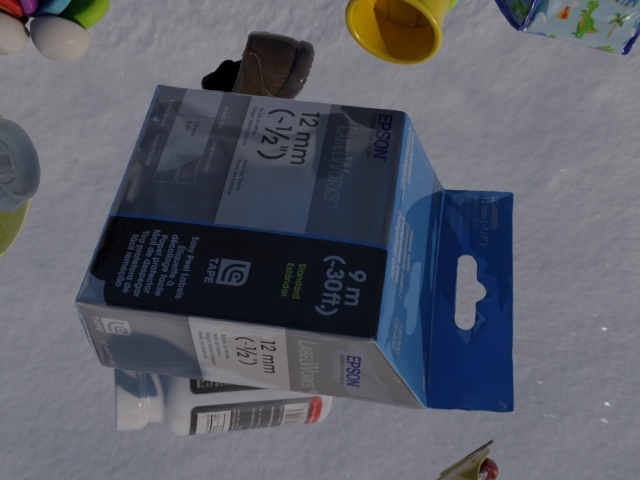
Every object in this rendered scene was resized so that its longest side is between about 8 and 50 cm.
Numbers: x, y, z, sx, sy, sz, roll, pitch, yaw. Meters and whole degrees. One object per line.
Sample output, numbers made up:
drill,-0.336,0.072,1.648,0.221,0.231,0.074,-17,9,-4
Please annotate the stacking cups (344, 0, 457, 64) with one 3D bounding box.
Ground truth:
stacking cups,0.117,-0.325,0.838,0.096,0.096,0.316,23,65,-4

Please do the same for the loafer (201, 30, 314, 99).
loafer,-0.149,-0.254,1.464,0.130,0.366,0.134,27,52,-21

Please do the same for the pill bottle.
pill bottle,-0.173,0.226,1.465,0.362,0.210,0.210,-2,90,-15

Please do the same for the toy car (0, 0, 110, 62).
toy car,-0.356,-0.318,1.041,0.181,0.136,0.159,8,72,4

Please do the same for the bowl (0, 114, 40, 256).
bowl,-0.487,-0.094,1.171,0.155,0.289,0.290,-12,91,15

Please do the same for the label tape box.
label tape box,0.000,0.000,0.731,0.347,0.115,0.249,6,52,7

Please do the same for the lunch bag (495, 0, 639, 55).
lunch bag,0.213,-0.247,0.741,0.128,0.151,0.096,7,132,-26

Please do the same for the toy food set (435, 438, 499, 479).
toy food set,0.225,0.383,1.297,0.128,0.218,0.071,-39,76,18
